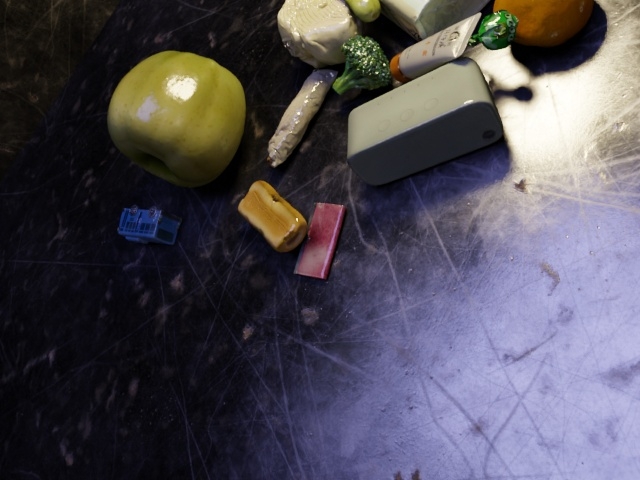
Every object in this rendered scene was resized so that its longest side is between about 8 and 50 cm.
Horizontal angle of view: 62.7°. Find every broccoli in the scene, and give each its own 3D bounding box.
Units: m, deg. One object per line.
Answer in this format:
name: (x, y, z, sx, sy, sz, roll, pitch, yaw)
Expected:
broccoli: (0.116, -0.530, 1.633, 0.194, 0.194, 0.219, -19, 32, 27)

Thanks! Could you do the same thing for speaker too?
speaker: (0.271, -0.318, 1.435, 0.406, 0.183, 0.184, -19, 56, 28)

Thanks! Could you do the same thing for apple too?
apple: (-0.484, -0.423, 1.831, 0.474, 0.474, 0.473, -14, 64, 30)

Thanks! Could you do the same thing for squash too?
squash: (0.102, -0.761, 1.611, 0.083, 0.083, 0.250, -39, 67, 15)

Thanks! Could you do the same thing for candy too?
candy: (0.415, -0.543, 1.427, 0.097, 0.097, 0.323, -59, 18, 0)

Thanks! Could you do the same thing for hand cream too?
hand cream: (0.314, -0.516, 1.460, 0.314, 0.089, 0.139, -3, 58, 61)

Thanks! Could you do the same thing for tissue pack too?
tissue pack: (0.320, -0.816, 1.587, 0.332, 0.205, 0.405, -43, 52, 12)

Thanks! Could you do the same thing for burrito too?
burrito: (-0.075, -0.421, 1.779, 0.117, 0.076, 0.392, 28, 86, 48)

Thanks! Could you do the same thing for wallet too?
wallet: (0.000, 0.000, 1.582, 0.119, 0.025, 0.232, 8, 77, 36)

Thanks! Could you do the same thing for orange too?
orange: (0.566, -0.609, 1.346, 0.249, 0.183, 0.249, -14, 63, 30)

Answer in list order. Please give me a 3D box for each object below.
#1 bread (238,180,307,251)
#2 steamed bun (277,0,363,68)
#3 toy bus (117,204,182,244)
bread: (-0.151, -0.074, 1.668, 0.142, 0.091, 0.305, -56, 47, 10)
steamed bun: (0.009, -0.697, 1.756, 0.275, 0.206, 0.320, -21, 53, 7)
toy bus: (-0.656, -0.055, 1.996, 0.234, 0.116, 0.133, 5, 77, 34)
